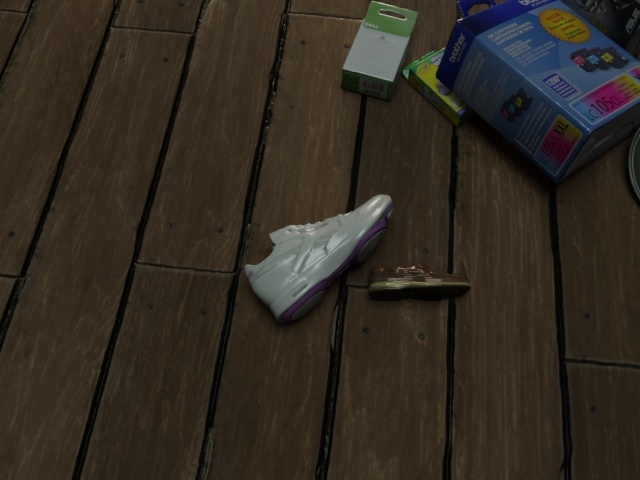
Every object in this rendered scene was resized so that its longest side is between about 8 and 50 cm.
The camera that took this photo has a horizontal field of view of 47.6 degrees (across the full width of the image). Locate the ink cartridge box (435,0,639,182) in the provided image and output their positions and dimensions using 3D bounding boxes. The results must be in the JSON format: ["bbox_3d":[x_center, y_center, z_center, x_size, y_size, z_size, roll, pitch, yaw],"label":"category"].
[{"bbox_3d":[0.419,-0.331,1.411,0.270,0.151,0.395,-29,64,-30],"label":"ink cartridge box"}]

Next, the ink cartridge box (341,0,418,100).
[{"bbox_3d":[0.126,-0.401,1.526,0.109,0.062,0.209,16,62,9],"label":"ink cartridge box"}]

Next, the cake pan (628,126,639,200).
[{"bbox_3d":[0.733,-0.141,1.355,0.293,0.054,0.293,-1,73,2],"label":"cake pan"}]

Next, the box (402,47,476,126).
[{"bbox_3d":[0.262,-0.326,1.498,0.105,0.043,0.179,-34,65,-19],"label":"box"}]

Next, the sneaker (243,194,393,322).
[{"bbox_3d":[0.000,0.000,1.272,0.305,0.114,0.152,-40,69,-20],"label":"sneaker"}]

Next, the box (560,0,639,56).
[{"bbox_3d":[0.557,-0.438,1.453,0.056,0.231,0.183,-31,66,-20],"label":"box"}]

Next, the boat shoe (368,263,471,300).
[{"bbox_3d":[0.172,0.067,1.265,0.178,0.064,0.060,-1,63,2],"label":"boat shoe"}]
